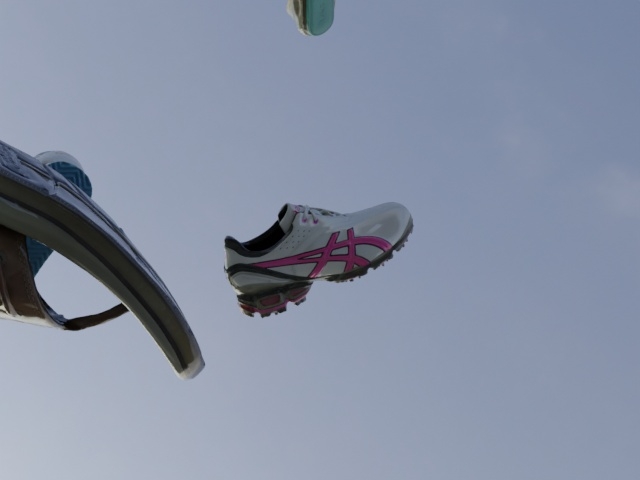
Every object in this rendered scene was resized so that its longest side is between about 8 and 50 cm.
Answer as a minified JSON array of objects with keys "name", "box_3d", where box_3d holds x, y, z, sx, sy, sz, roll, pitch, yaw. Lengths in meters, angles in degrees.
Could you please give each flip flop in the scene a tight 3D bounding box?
[{"name":"flip flop","box_3d":[-0.176,-0.005,0.673,0.277,0.112,0.080,38,-88,-27]}]

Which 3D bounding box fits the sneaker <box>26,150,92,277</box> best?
[{"name":"sneaker","box_3d":[-0.328,0.002,1.282,0.229,0.092,0.087,-44,-66,1]}]

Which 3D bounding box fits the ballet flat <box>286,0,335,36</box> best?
[{"name":"ballet flat","box_3d":[-0.012,-0.262,1.146,0.052,0.057,0.168,49,-30,28]}]

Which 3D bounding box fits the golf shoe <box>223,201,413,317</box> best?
[{"name":"golf shoe","box_3d":[0.000,0.000,1.138,0.067,0.186,0.085,35,-34,63]}]
